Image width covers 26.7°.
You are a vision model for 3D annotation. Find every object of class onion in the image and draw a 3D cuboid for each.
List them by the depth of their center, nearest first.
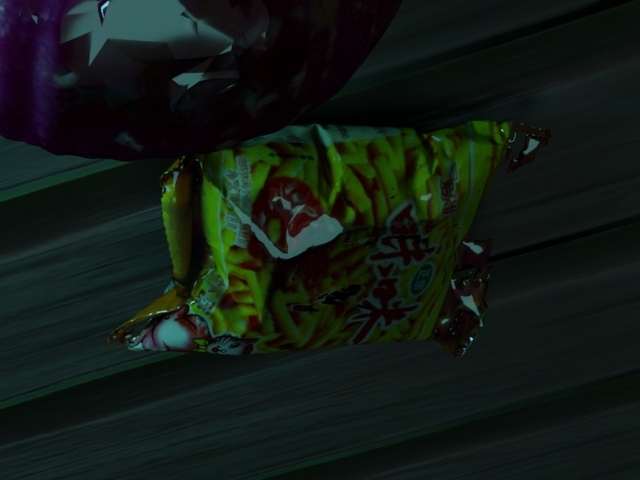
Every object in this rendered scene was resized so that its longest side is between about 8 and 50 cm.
[{"bbox_3d":[-0.077,-0.145,0.652,0.256,0.230,0.272,-14,136,4],"label":"onion"}]

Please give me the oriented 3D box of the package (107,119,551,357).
[{"bbox_3d":[0.002,-0.005,0.959,0.288,0.108,0.223,-3,138,-23],"label":"package"}]
